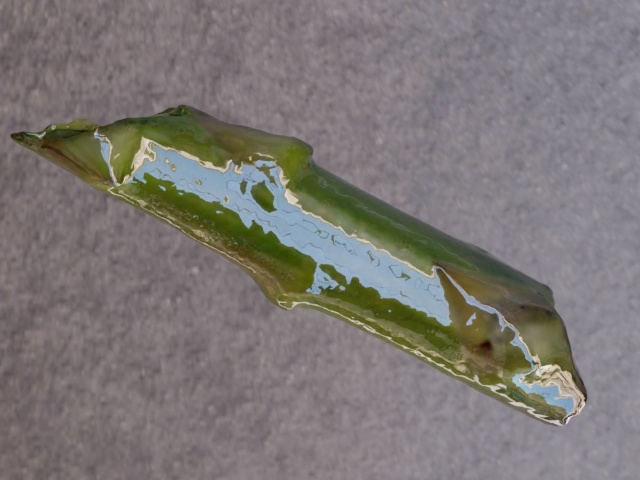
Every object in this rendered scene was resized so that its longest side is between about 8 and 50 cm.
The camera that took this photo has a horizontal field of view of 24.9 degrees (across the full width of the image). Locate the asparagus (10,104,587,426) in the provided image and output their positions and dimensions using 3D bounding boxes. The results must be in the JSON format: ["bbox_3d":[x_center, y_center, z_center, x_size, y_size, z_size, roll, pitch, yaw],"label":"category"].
[{"bbox_3d":[0.001,0.000,0.785,0.343,0.082,0.085,28,78,-11],"label":"asparagus"}]
